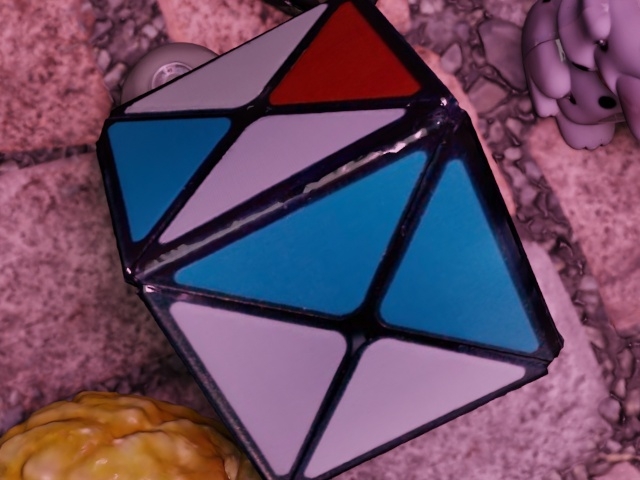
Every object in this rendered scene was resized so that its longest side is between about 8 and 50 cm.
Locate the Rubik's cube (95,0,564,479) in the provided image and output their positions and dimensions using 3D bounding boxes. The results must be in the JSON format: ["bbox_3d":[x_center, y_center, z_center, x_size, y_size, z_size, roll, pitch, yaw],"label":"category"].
[{"bbox_3d":[0.000,0.000,0.896,0.248,0.250,0.246,-29,124,2],"label":"Rubik's cube"}]

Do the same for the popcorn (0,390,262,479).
[{"bbox_3d":[-0.162,0.247,0.933,0.247,0.282,0.282,-1,88,47],"label":"popcorn"}]

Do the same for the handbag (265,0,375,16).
[{"bbox_3d":[0.012,-0.410,0.993,0.316,0.180,0.416,28,86,-3],"label":"handbag"}]

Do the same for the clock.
[{"bbox_3d":[0.258,-0.162,0.919,0.188,0.254,0.189,0,94,3],"label":"clock"}]

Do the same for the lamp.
[{"bbox_3d":[-0.118,-0.118,1.020,0.105,0.105,0.105,0,89,5],"label":"lamp"}]
